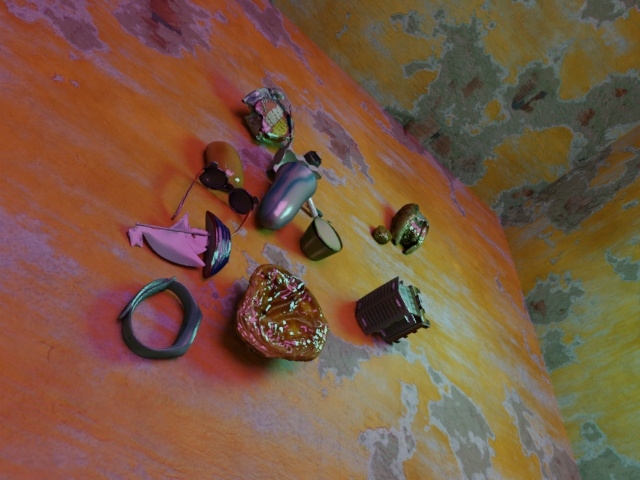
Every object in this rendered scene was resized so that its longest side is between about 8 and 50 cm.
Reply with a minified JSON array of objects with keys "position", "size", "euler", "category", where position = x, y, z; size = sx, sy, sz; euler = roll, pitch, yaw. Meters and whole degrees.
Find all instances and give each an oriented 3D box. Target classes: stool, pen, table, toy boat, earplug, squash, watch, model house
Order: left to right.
[{"position":[-0.414,0.202,1.259],"size":[0.195,0.068,0.237],"euler":[36,38,-18],"category":"watch"},{"position":[-0.402,0.020,1.449],"size":[0.318,0.072,0.219],"euler":[-17,81,-46],"category":"toy boat"},{"position":[-0.145,-0.156,1.864],"size":[0.185,0.185,0.324],"euler":[42,37,-13],"category":"earplug"},{"position":[-0.105,-0.307,2.072],"size":[0.198,0.166,0.166],"euler":[36,34,-22],"category":"table"},{"position":[-0.067,-0.212,2.028],"size":[0.033,0.033,0.269],"euler":[-73,147,-53],"category":"pen"},{"position":[-0.055,-0.363,2.236],"size":[0.096,0.110,0.096],"euler":[36,32,-28],"category":"stool"},{"position":[0.000,0.000,1.921],"size":[0.170,0.123,0.170],"euler":[32,36,-26],"category":"squash"},{"position":[0.287,0.280,1.909],"size":[0.215,0.224,0.198],"euler":[27,41,-39],"category":"model house"}]

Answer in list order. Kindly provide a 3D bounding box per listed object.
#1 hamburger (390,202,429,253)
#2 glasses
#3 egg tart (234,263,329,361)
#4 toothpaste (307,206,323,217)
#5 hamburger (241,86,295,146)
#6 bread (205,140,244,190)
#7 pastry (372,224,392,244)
[{"position":[0.483,-0.078,2.557],"size":[0.168,0.192,0.288],"euler":[34,34,-8],"category":"hamburger"},{"position":[-0.348,-0.117,1.617],"size":[0.234,0.118,0.268],"euler":[42,34,-19],"category":"glasses"},{"position":[-0.127,0.243,1.486],"size":[0.339,0.153,0.351],"euler":[36,34,-23],"category":"egg tart"},{"position":[-0.024,-0.134,2.130],"size":[0.083,0.017,0.020],"euler":[36,37,-22],"category":"toothpaste"},{"position":[-0.246,-0.555,2.192],"size":[0.261,0.150,0.276],"euler":[-22,90,-39],"category":"hamburger"},{"position":[-0.355,-0.287,1.801],"size":[0.147,0.098,0.217],"euler":[18,45,-46],"category":"bread"},{"position":[0.311,-0.027,2.402],"size":[0.109,0.057,0.097],"euler":[4,49,-52],"category":"pastry"}]
